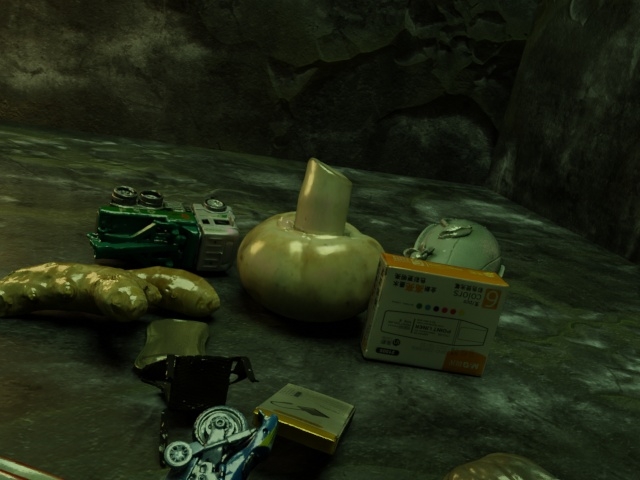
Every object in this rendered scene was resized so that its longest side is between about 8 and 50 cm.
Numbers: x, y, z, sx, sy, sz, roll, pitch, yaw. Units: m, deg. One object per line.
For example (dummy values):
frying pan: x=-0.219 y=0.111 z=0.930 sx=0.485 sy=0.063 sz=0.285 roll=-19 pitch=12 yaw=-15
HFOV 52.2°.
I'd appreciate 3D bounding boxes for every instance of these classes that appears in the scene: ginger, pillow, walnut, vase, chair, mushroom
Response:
ginger: x=-0.411 y=0.093 z=1.279 sx=0.348 sy=0.122 sz=0.363 roll=9 pitch=8 yaw=17
pillow: x=-0.270 y=0.192 z=1.213 sx=0.130 sy=0.033 sz=0.217 roll=4 pitch=16 yaw=-10
walnut: x=0.261 y=0.371 z=0.827 sx=0.178 sy=0.178 sz=0.230 roll=-6 pitch=31 yaw=-45
vase: x=0.313 y=0.088 z=1.646 sx=0.249 sy=0.250 sz=0.445 roll=20 pitch=22 yaw=23
chair: x=-0.185 y=0.227 z=0.998 sx=0.174 sy=0.149 sz=0.213 roll=5 pitch=15 yaw=-19
mushroom: x=0.002 y=0.033 z=1.499 sx=0.325 sy=0.353 sz=0.353 roll=43 pitch=22 yaw=4

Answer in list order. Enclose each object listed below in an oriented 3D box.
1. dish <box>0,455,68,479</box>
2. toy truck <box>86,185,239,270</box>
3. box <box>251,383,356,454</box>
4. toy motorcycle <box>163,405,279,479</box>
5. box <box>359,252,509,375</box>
dish: x=-0.344 y=0.279 z=0.653 sx=0.256 sy=0.117 sz=0.256 roll=18 pitch=-23 yaw=8
toy truck: x=-0.376 y=-0.009 z=1.575 sx=0.363 sy=0.177 sz=0.178 roll=2 pitch=29 yaw=-29
box: x=-0.022 y=0.274 z=1.015 sx=0.129 sy=0.033 sz=0.247 roll=18 pitch=0 yaw=11
toy motorcycle: x=-0.131 y=0.311 z=0.804 sx=0.135 sy=0.092 sz=0.254 roll=16 pitch=42 yaw=9
box: x=0.236 y=0.156 z=1.377 sx=0.273 sy=0.221 sz=0.091 roll=8 pitch=17 yaw=-8
